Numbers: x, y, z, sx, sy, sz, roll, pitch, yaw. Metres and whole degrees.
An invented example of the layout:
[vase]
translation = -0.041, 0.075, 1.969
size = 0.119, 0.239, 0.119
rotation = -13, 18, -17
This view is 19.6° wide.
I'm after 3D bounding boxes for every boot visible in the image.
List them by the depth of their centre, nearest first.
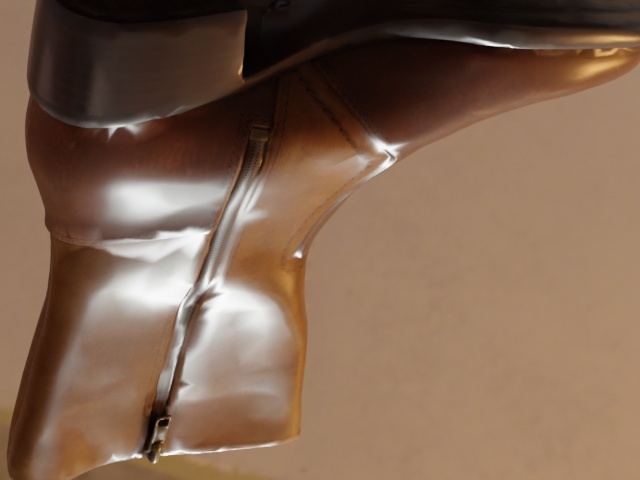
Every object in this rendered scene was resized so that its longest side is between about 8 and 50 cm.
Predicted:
[boot]
translation = 0.000, 0.000, 0.796
size = 0.264, 0.280, 0.096
rotation = -12, -134, -22
